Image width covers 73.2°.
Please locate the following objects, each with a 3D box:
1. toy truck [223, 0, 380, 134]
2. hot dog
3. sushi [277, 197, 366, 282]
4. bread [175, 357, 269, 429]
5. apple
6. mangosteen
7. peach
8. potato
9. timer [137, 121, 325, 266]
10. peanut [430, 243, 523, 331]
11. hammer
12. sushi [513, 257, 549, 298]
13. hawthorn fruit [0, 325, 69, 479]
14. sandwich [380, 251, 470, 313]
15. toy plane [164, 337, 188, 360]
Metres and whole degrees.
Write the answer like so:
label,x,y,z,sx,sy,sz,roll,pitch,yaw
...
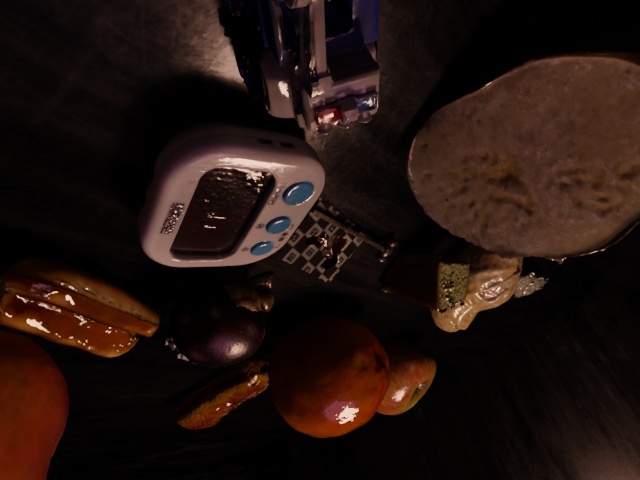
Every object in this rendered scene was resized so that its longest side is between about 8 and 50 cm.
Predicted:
label,x,y,z,sx,sy,sz,roll,pitch,yaw
toy truck,-0.003,-0.197,0.409,0.161,0.176,0.213,-19,149,-7
hot dog,-0.407,0.108,0.721,0.135,0.100,0.337,-32,150,1
sushi,0.000,0.000,0.859,0.139,0.031,0.201,-52,142,3
bread,-0.294,0.501,1.406,0.381,0.109,0.185,-36,146,21
apple,0.282,0.514,1.673,0.310,0.250,0.277,-33,139,-23
mangosteen,-0.183,0.139,0.846,0.230,0.194,0.194,-52,146,-1
peach,0.034,0.366,1.188,0.302,0.342,0.343,-14,154,23
potato,0.386,-0.158,0.673,0.296,0.289,0.397,-34,-178,-38
timer,-0.131,-0.059,0.635,0.237,0.086,0.262,2,142,-35
peanut,0.410,0.114,1.176,0.174,0.158,0.340,35,132,-10
hammer,0.072,-0.016,0.873,0.292,0.029,0.058,26,99,-50
sushi,0.582,0.103,1.307,0.213,0.114,0.147,9,134,-39
hawthorn fruit,-0.597,0.280,0.544,0.473,0.471,0.471,-16,149,-10
sandwich,0.249,0.091,1.082,0.122,0.128,0.236,1,-174,-32
toy plane,-0.291,0.241,1.025,0.160,0.082,0.234,15,141,-7
